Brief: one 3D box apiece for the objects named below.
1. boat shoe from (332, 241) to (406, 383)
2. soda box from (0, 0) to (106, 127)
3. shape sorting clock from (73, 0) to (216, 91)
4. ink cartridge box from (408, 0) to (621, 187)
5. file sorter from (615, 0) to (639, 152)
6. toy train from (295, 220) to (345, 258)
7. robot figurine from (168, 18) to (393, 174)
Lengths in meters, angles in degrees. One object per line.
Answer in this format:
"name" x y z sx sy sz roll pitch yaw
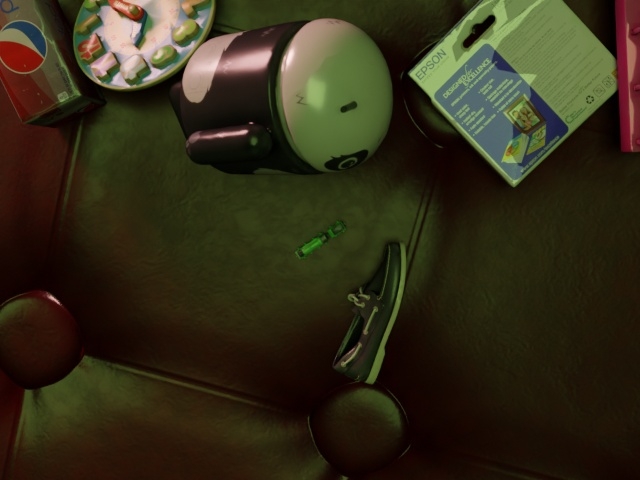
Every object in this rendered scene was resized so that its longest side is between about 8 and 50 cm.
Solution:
"boat shoe" 0.067 0.096 0.794 0.064 0.075 0.206 13 102 -2
"soda box" -0.391 -0.287 0.762 0.092 0.083 0.263 -24 95 5
"shape sorting clock" -0.229 -0.286 0.744 0.206 0.040 0.206 -5 75 19
"ink cartridge box" 0.255 -0.214 0.759 0.206 0.045 0.208 -44 95 6
"file sorter" 0.483 -0.258 0.655 0.202 0.182 0.291 -7 97 -10
"toy train" 0.000 0.000 0.809 0.083 0.024 0.017 -34 94 6
"robot figurine" -0.049 -0.159 0.686 0.278 0.173 0.209 4 74 35
